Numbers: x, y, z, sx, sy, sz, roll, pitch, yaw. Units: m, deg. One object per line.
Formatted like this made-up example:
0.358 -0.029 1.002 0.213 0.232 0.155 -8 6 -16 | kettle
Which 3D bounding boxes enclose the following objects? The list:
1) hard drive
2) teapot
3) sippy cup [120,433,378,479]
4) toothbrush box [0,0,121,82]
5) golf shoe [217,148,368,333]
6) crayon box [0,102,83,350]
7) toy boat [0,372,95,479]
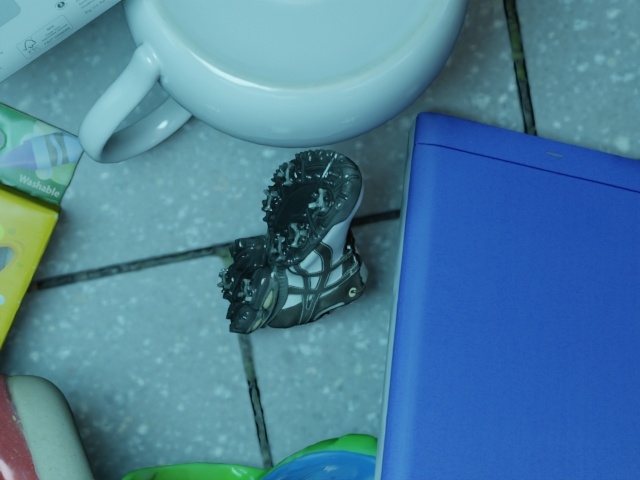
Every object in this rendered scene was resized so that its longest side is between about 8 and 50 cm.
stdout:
0.153 0.067 1.223 0.210 0.040 0.319 13 57 -8 | hard drive
-0.022 -0.164 1.197 0.256 0.187 0.253 9 74 -1 | teapot
-0.013 0.272 1.176 0.305 0.224 0.240 -5 96 32 | sippy cup
-0.239 -0.254 1.106 0.216 0.126 0.295 -33 55 1 | toothbrush box
0.000 0.000 1.233 0.094 0.198 0.077 5 60 -24 | golf shoe
-0.321 0.038 1.230 0.203 0.083 0.323 23 92 -9 | crayon box
-0.233 0.203 1.179 0.151 0.151 0.231 -3 116 -19 | toy boat
